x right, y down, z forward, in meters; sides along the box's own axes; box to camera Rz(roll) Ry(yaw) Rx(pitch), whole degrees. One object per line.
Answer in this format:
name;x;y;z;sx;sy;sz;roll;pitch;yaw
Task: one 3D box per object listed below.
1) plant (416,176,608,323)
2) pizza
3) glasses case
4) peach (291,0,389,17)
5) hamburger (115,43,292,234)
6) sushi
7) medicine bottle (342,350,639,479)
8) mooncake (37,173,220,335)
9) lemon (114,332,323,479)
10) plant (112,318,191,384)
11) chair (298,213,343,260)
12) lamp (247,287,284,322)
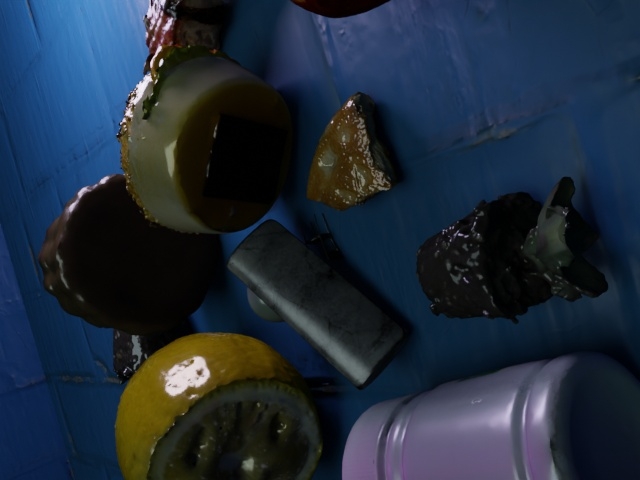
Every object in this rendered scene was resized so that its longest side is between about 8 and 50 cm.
plant;0.208;0.019;0.663;0.203;0.131;0.142;-35;73;47
pizza;0.053;-0.113;0.857;0.161;0.063;0.182;43;127;40
glasses case;-0.010;0.092;0.930;0.299;0.114;0.060;39;169;23
peach;0.048;-0.375;0.630;0.245;0.248;0.274;9;108;6
hamburger;-0.178;-0.149;0.944;0.179;0.276;0.294;19;104;36
sushi;-0.222;-0.411;1.025;0.124;0.130;0.332;42;136;26
medicine bottle;0.201;0.262;0.691;0.325;0.212;0.212;-34;77;48
mooncake;-0.379;0.029;1.201;0.187;0.324;0.323;-11;94;51
lemon;-0.194;0.321;1.078;0.364;0.364;0.364;19;117;44
plant;-0.389;0.296;1.411;0.194;0.182;0.320;-1;97;49
chair;-0.001;0.001;0.969;0.042;0.037;0.086;-34;72;37
lamp;-0.074;0.089;1.034;0.105;0.105;0.105;19;117;44
